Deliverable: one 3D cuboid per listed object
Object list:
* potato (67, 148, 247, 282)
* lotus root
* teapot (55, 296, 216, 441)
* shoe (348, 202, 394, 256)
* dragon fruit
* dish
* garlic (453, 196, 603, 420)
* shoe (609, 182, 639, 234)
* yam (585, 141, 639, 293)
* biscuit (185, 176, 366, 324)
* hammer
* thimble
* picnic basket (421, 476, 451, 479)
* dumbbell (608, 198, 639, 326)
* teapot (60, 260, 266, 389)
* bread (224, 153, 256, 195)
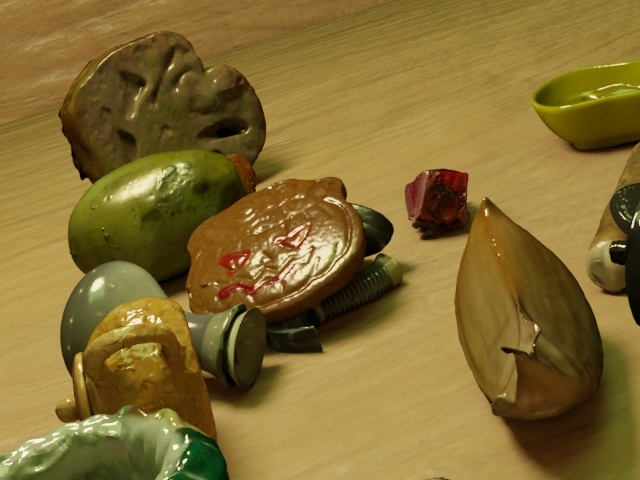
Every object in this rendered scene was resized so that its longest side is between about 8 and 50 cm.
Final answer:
[{"bbox_3d":[-0.270,-0.040,1.668,0.304,0.216,0.216,-33,24,-4],"label":"potato"},{"bbox_3d":[-0.303,-0.205,1.931,0.390,0.374,0.111,16,6,-31],"label":"lotus root"},{"bbox_3d":[-0.214,0.168,1.127,0.167,0.311,0.203,-13,66,-11],"label":"teapot"},{"bbox_3d":[-0.039,0.028,1.513,0.293,0.109,0.149,-1,47,31],"label":"shoe"},{"bbox_3d":[0.189,-0.053,1.584,0.102,0.096,0.147,-5,-8,0],"label":"dragon fruit"},{"bbox_3d":[0.506,-0.229,1.745,0.262,0.108,0.221,-6,24,25],"label":"dish"},{"bbox_3d":[0.206,0.103,1.067,0.151,0.196,0.338,-25,21,18],"label":"garlic"},{"bbox_3d":[0.481,-0.002,1.278,0.241,0.093,0.108,5,47,-4],"label":"shoe"},{"bbox_3d":[0.435,-0.043,1.399,0.081,0.081,0.356,-2,26,29],"label":"yam"},{"bbox_3d":[-0.068,0.011,1.430,0.273,0.049,0.257,-21,42,11],"label":"biscuit"},{"bbox_3d":[0.017,0.085,1.417,0.226,0.041,0.159,-25,25,-22],"label":"hammer"},{"bbox_3d":[-0.215,0.285,0.938,0.288,0.167,0.254,-18,21,-9],"label":"thimble"},{"bbox_3d":[0.106,0.286,0.873,0.110,0.054,0.193,-18,22,-8],"label":"picnic basket"},{"bbox_3d":[0.487,0.031,1.054,0.388,0.185,0.185,7,31,43],"label":"dumbbell"},{"bbox_3d":[-0.205,0.125,1.319,0.251,0.183,0.183,5,28,19],"label":"teapot"},{"bbox_3d":[-0.181,-0.084,1.856,0.132,0.103,0.172,-25,20,9],"label":"bread"}]
